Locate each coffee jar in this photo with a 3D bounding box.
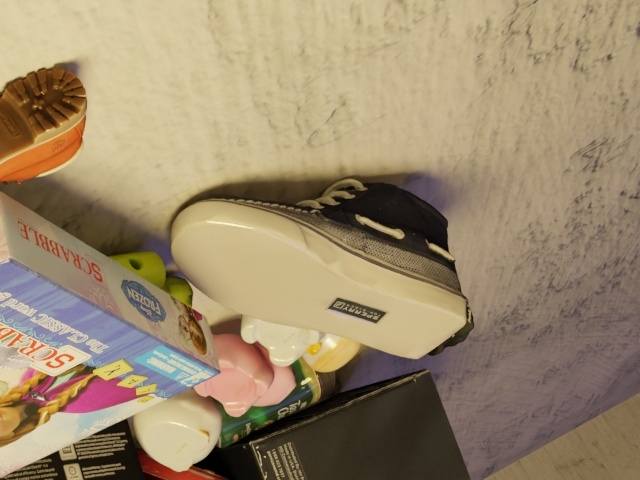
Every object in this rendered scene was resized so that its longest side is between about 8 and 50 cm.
[{"bbox_3d":[-0.068,0.198,1.603,0.184,0.079,0.096,-25,159,-15],"label":"coffee jar"}]

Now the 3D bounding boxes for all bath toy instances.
[{"bbox_3d":[-0.074,0.135,1.413,0.151,0.129,0.348,40,113,-20],"label":"bath toy"}]

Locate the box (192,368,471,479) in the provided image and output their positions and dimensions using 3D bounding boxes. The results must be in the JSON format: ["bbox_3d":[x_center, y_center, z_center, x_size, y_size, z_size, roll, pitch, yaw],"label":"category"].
[{"bbox_3d":[0.003,0.329,1.736,0.294,0.183,0.296,-20,176,-27],"label":"box"}]

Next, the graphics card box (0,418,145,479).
[{"bbox_3d":[-0.266,0.344,1.271,0.094,0.371,0.233,-30,162,28],"label":"graphics card box"}]

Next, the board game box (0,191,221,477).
[{"bbox_3d":[-0.295,0.108,1.002,0.318,0.066,0.318,-26,151,14],"label":"board game box"}]

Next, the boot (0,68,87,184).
[{"bbox_3d":[-0.237,-0.058,0.862,0.158,0.059,0.084,-25,163,-17],"label":"boot"}]

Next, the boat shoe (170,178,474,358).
[{"bbox_3d":[0.000,0.000,1.233,0.340,0.158,0.127,24,133,-30],"label":"boat shoe"}]

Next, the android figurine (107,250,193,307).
[{"bbox_3d":[-0.254,0.091,1.165,0.273,0.056,0.248,-5,147,-51],"label":"android figurine"}]

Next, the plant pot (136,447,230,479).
[{"bbox_3d":[-0.212,0.374,1.597,0.191,0.191,0.174,54,52,-68],"label":"plant pot"}]
